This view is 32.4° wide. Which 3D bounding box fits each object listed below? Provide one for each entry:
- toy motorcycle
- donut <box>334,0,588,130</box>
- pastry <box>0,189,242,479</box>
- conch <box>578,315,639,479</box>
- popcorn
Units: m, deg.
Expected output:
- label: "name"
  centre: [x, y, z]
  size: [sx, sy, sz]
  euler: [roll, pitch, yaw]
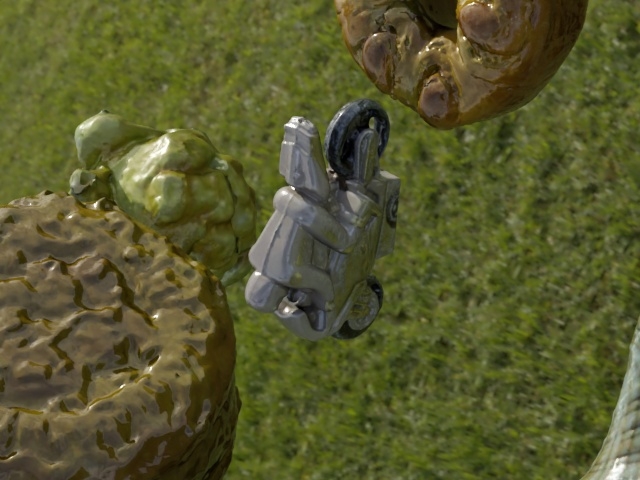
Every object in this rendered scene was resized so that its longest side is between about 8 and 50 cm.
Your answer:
- label: "toy motorcycle"
  centre: [0.000, 0.000, 1.313]
  size: [0.108, 0.223, 0.340]
  euler: [31, 132, 38]
- label: "donut"
  centre: [0.117, -0.209, 0.930]
  size: [0.227, 0.114, 0.226]
  euler: [12, 107, 45]
- label: "pastry"
  centre: [-0.133, 0.071, 0.576]
  size: [0.103, 0.189, 0.188]
  euler: [104, 160, -49]
- label: "conch"
  centre: [0.251, 0.227, 0.810]
  size: [0.169, 0.203, 0.386]
  euler: [-116, 39, -62]
- label: "popcorn"
  centre: [-0.235, -0.031, 1.653]
  size: [0.335, 0.279, 0.274]
  euler: [100, 168, -66]
